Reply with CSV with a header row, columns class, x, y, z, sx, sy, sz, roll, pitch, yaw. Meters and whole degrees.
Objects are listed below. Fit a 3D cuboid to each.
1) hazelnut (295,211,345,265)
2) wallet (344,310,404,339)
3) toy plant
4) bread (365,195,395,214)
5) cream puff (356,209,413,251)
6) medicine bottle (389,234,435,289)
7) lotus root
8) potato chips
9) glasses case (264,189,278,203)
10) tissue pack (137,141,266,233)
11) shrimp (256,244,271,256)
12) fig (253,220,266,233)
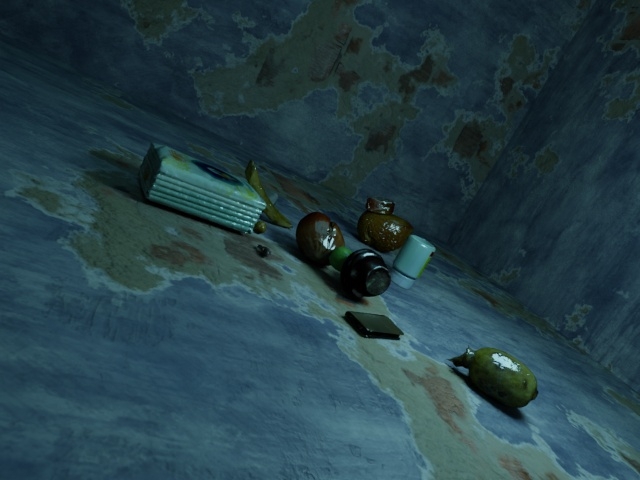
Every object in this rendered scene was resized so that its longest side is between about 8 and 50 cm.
class,x,y,z,sx,sy,sz,roll,pitch,yaw
hazelnut,0.002,-0.002,1.790,0.212,0.181,0.181,35,-8,-15
wallet,0.173,0.265,1.465,0.198,0.031,0.110,16,19,-44
toy plant,0.142,0.111,1.687,0.218,0.175,0.235,40,-6,-37
bread,0.321,-0.190,2.506,0.160,0.073,0.160,11,15,-3
cream puff,0.342,-0.049,2.561,0.302,0.212,0.303,18,15,-5
medicine bottle,0.413,0.097,2.131,0.139,0.226,0.139,27,13,-7
lotus root,0.537,0.408,1.453,0.278,0.154,0.154,29,13,21
potato chips,-0.216,-0.158,1.914,0.057,0.080,0.407,51,-6,42
glasses case,-0.275,-0.189,2.104,0.128,0.083,0.308,29,13,-1
tissue pack,-0.417,-0.181,1.639,0.387,0.162,0.287,20,13,-32
shrimp,-0.188,0.035,1.589,0.038,0.029,0.092,18,13,-34
fig,-0.243,-0.055,1.772,0.083,0.050,0.050,23,11,19
